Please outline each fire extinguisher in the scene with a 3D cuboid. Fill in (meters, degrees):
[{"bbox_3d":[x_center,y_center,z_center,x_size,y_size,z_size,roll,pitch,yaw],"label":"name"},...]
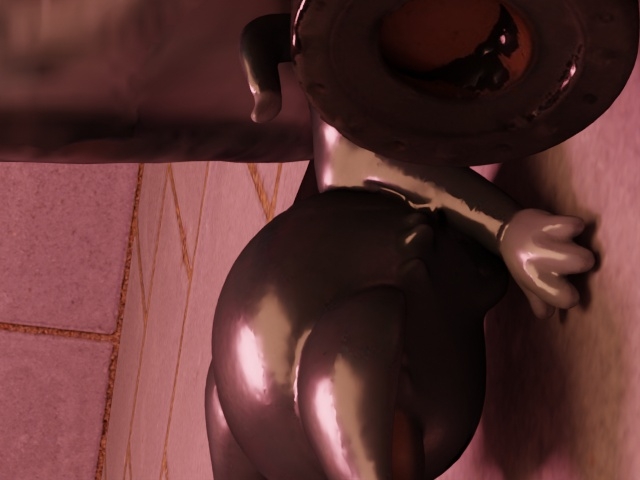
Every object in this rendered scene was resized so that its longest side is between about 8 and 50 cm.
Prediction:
[{"bbox_3d":[0.068,-0.221,0.540,0.200,0.113,0.376,-45,32,43],"label":"fire extinguisher"}]

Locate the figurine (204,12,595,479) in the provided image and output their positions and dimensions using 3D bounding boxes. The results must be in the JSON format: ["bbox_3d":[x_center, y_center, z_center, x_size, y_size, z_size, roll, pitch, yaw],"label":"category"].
[{"bbox_3d":[0.024,-0.010,0.587,0.193,0.140,0.265,7,105,62],"label":"figurine"}]

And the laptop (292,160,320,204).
[{"bbox_3d":[0.000,0.000,0.950,0.207,0.026,0.154,117,155,-62],"label":"laptop"}]

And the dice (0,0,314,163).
[{"bbox_3d":[-0.137,-0.207,0.763,0.330,0.327,0.348,3,-90,-76],"label":"dice"}]
